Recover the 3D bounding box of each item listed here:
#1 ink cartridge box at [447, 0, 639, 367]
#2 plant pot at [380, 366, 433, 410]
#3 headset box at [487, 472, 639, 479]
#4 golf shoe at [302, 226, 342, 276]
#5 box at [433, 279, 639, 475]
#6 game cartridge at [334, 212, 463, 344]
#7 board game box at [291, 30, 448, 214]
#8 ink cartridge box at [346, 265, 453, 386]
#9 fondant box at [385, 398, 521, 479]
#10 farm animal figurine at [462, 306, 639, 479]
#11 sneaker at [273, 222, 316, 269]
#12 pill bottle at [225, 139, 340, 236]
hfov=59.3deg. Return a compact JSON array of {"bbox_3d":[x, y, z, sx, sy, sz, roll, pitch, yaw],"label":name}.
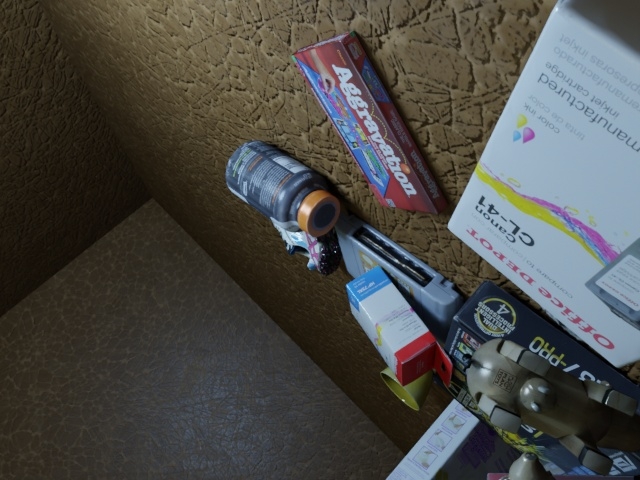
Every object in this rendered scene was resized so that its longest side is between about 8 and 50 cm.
[{"bbox_3d":[0.250,-0.043,0.441,0.226,0.131,0.306,43,162,17],"label":"ink cartridge box"},{"bbox_3d":[0.238,0.360,1.466,0.134,0.095,0.134,44,164,16],"label":"plant pot"},{"bbox_3d":[0.414,0.432,0.857,0.218,0.110,0.293,24,151,-22],"label":"headset box"},{"bbox_3d":[0.000,0.000,1.292,0.086,0.067,0.186,41,151,44],"label":"golf shoe"},{"bbox_3d":[0.353,0.262,0.945,0.318,0.097,0.395,37,161,21],"label":"box"},{"bbox_3d":[0.152,0.080,1.116,0.297,0.062,0.198,37,157,32],"label":"game cartridge"},{"bbox_3d":[0.071,-0.159,0.811,0.281,0.027,0.145,55,161,-24],"label":"board game box"},{"bbox_3d":[0.144,0.176,1.041,0.231,0.078,0.134,54,169,31],"label":"ink cartridge box"},{"bbox_3d":[0.308,0.543,1.290,0.096,0.330,0.238,16,145,56],"label":"fondant box"},{"bbox_3d":[0.297,0.228,0.656,0.327,0.330,0.172,42,-179,6],"label":"farm animal figurine"},{"bbox_3d":[-0.073,-0.022,1.393,0.237,0.086,0.085,42,165,23],"label":"sneaker"},{"bbox_3d":[-0.072,-0.099,1.126,0.246,0.130,0.130,35,160,37],"label":"pill bottle"}]
